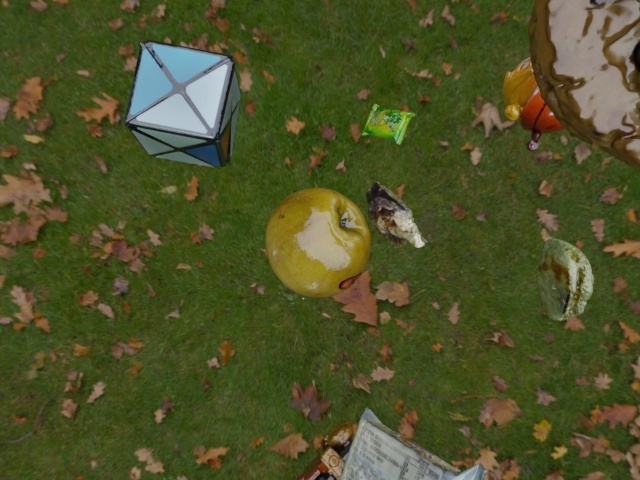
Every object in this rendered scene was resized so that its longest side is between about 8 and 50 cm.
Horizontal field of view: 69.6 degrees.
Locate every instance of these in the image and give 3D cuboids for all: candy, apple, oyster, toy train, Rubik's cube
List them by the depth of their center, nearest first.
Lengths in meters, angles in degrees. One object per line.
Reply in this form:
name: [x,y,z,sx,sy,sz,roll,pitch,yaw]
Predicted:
apple: [0.000,0.000,0.735,0.182,0.155,0.182,19,52,-26]
toy train: [0.044,0.629,1.248,0.231,0.369,0.163,-43,78,-12]
Rubik's cube: [-0.366,-0.365,1.280,0.246,0.250,0.248,8,80,-4]
candy: [0.193,-0.341,1.348,0.032,0.178,0.102,26,95,-38]
oyster: [0.218,-0.067,1.466,0.100,0.271,0.275,-33,78,-7]

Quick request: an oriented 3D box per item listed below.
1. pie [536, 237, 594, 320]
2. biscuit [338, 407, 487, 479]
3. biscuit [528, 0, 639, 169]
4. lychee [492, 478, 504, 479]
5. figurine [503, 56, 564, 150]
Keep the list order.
pie: [0.691,0.118,1.333,0.090,0.201,0.248,-7,111,-8]
biscuit: [0.143,0.430,0.813,0.079,0.309,0.186,28,77,-33]
biscuit: [0.330,-0.187,0.381,0.295,0.075,0.296,-1,87,20]
lychee: [0.537,0.800,1.378,0.165,0.197,0.165,0,97,1]
figurine: [0.554,-0.371,1.035,0.320,0.323,0.196,-16,68,-48]
